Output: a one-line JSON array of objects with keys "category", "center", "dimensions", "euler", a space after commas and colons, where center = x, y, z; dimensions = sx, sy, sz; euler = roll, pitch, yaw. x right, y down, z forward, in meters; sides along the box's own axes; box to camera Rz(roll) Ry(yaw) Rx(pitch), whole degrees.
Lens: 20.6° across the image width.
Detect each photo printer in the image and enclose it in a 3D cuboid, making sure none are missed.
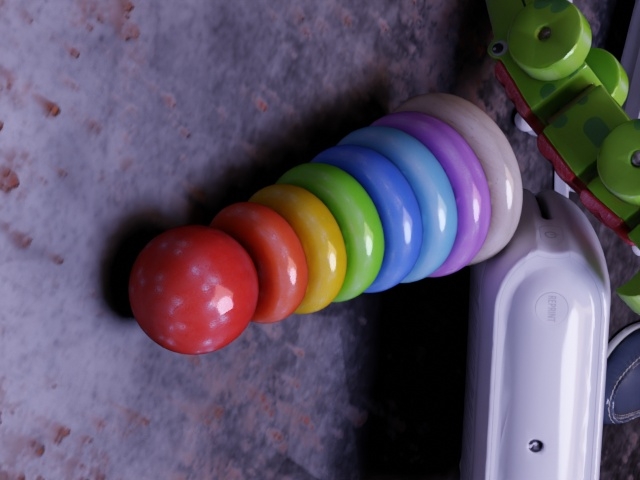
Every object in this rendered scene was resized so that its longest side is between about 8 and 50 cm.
[{"category": "photo printer", "center": [0.179, 0.112, 1.487], "dimensions": [0.256, 0.107, 0.307], "euler": [-82, 174, -78]}]

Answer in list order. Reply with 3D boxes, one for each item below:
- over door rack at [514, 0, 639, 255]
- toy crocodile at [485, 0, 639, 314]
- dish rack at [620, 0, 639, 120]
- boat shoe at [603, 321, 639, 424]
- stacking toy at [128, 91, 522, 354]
[{"category": "over door rack", "center": [0.300, -0.135, 1.537], "dimensions": [0.108, 0.239, 0.324], "euler": [-25, 125, -53]}, {"category": "toy crocodile", "center": [0.215, -0.087, 1.404], "dimensions": [0.105, 0.340, 0.115], "euler": [-37, 150, 11]}, {"category": "dish rack", "center": [0.382, -0.189, 1.769], "dimensions": [0.333, 0.072, 0.285], "euler": [3, 101, -54]}, {"category": "boat shoe", "center": [0.373, 0.137, 1.892], "dimensions": [0.254, 0.079, 0.095], "euler": [-23, 123, -48]}, {"category": "stacking toy", "center": [0.000, 0.000, 1.280], "dimensions": [0.330, 0.141, 0.141], "euler": [-26, 125, -42]}]
